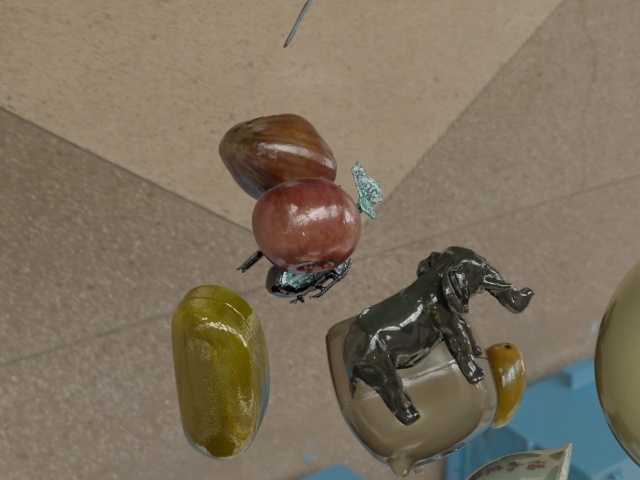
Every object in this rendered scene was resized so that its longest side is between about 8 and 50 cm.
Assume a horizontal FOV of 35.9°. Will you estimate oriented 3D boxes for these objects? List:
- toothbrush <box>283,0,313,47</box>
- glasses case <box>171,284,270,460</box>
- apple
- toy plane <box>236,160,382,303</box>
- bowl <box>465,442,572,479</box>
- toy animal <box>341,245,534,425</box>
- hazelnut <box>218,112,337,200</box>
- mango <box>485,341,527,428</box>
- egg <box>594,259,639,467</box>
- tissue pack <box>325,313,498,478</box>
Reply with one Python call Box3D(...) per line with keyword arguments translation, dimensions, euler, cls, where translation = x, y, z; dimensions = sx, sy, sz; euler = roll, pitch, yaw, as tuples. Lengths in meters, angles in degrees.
Box3D(translation=(-0.027, -0.456, 1.946), dimensions=(0.019, 0.013, 0.193), euler=(6, 132, -38), cls="toothbrush")
Box3D(translation=(-0.193, 0.273, 1.931), dimensions=(0.141, 0.173, 0.371), euler=(-68, 160, -57), cls="glasses case")
Box3D(translation=(-0.018, -0.016, 1.374), dimensions=(0.153, 0.153, 0.120), euler=(10, 65, -38), cls="apple")
Box3D(translation=(0.000, 0.000, 1.969), dimensions=(0.382, 0.106, 0.155), euler=(-40, 102, -26), cls="toy plane")
Box3D(translation=(0.277, 0.523, 1.638), dimensions=(0.435, 0.196, 0.434), euler=(12, 90, -73), cls="bowl")
Box3D(translation=(0.135, 0.103, 1.151), dimensions=(0.245, 0.114, 0.146), euler=(-36, 104, -15), cls="toy animal")
Box3D(translation=(-0.078, -0.157, 1.808), dimensions=(0.181, 0.212, 0.181), euler=(-43, 115, -22), cls="hazelnut")
Box3D(translation=(0.350, 0.277, 1.907), dimensions=(0.089, 0.111, 0.163), euler=(4, 71, -7), cls="mango")
Box3D(translation=(0.292, 0.076, 0.684), dimensions=(0.242, 0.186, 0.186), euler=(-41, 128, -43), cls="egg")
Box3D(translation=(0.173, 0.257, 1.740), dimensions=(0.267, 0.276, 0.387), euler=(-25, 165, 6), cls="tissue pack")
